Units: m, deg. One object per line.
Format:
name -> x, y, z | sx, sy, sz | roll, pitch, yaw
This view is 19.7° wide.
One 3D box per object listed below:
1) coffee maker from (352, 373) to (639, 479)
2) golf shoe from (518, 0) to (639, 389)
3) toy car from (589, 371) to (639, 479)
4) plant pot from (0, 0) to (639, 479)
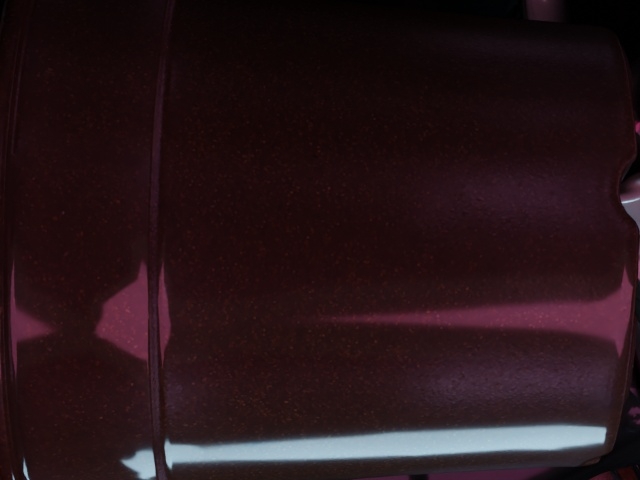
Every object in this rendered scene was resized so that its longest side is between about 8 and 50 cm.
coffee maker -> 0.020, 0.076, 0.652 | 0.178, 0.120, 0.171 | -29, 91, -2
golf shoe -> 0.122, -0.003, 0.620 | 0.105, 0.273, 0.120 | -26, 166, 33
toy car -> 0.162, 0.110, 0.765 | 0.149, 0.188, 0.155 | -33, 134, -15
plant pot -> 0.000, 0.000, 0.523 | 0.165, 0.167, 0.167 | 1, 125, 1
